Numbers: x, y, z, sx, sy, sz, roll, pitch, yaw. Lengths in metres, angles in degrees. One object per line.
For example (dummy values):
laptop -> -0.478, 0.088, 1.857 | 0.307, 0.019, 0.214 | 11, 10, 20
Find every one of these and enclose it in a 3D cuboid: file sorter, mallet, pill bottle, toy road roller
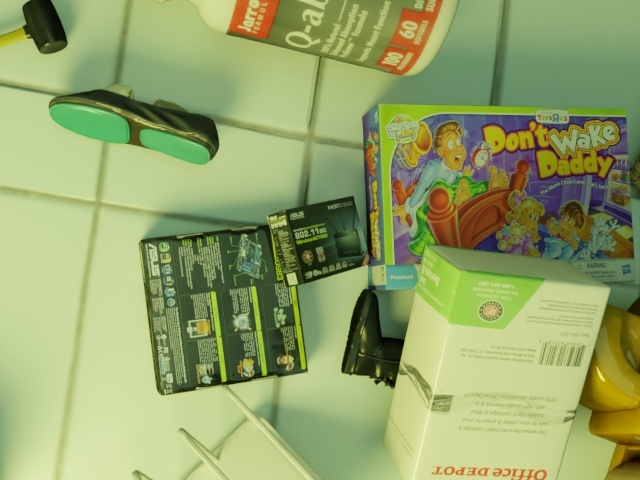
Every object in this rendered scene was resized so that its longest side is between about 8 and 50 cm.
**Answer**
file sorter -> -0.125, 0.321, 0.877 | 0.278, 0.173, 0.193 | -42, 61, -14
mallet -> -0.391, -0.219, 0.967 | 0.190, 0.039, 0.062 | -30, 90, -10
pill bottle -> -0.029, -0.332, 0.972 | 0.363, 0.210, 0.210 | 10, 83, -12
toy road roller -> 0.404, 0.214, 1.048 | 0.241, 0.202, 0.329 | 21, 76, 1

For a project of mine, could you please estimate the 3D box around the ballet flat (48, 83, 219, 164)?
ballet flat -> -0.218, -0.147, 0.990 | 0.203, 0.074, 0.074 | 15, 82, -6

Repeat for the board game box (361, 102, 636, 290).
board game box -> 0.234, -0.055, 1.082 | 0.347, 0.078, 0.233 | -1, 86, -14

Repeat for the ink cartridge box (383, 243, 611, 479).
ink cartridge box -> 0.205, 0.157, 0.994 | 0.199, 0.115, 0.272 | 7, 104, -17

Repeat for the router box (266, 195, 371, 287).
router box -> 0.000, 0.000, 1.015 | 0.123, 0.038, 0.092 | -15, 89, -43

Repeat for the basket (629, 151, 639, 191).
basket -> 0.622, -0.099, 1.110 | 0.299, 0.213, 0.223 | 38, 77, -8

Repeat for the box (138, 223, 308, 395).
box -> -0.118, 0.081, 1.004 | 0.184, 0.045, 0.190 | -8, 87, -17

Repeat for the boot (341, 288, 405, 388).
boot -> 0.086, 0.129, 1.049 | 0.099, 0.045, 0.121 | 13, 90, -10
